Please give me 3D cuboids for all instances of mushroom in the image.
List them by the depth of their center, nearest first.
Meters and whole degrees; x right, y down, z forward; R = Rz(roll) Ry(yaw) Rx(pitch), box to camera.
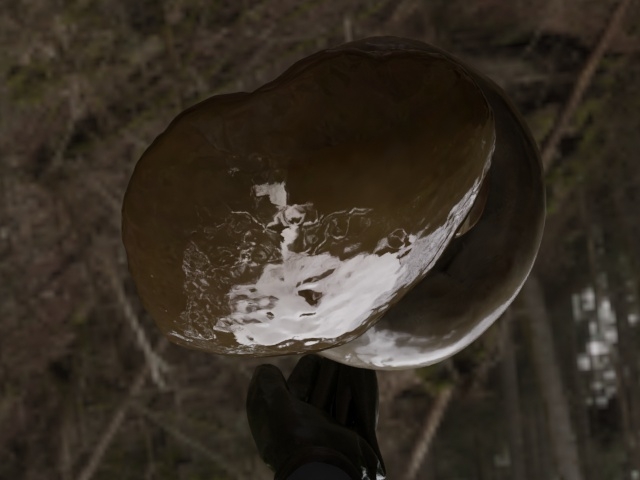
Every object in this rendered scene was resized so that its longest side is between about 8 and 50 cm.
[{"bbox_3d":[0.044,-0.025,0.945,0.204,0.204,0.204,-6,-173,1],"label":"mushroom"}]

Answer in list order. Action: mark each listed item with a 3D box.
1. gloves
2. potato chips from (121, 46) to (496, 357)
[{"bbox_3d":[-0.004,0.168,1.384,0.135,0.107,0.268,25,-156,-8],"label":"gloves"},{"bbox_3d":[0.001,0.000,0.736,0.195,0.062,0.208,-1,138,-38],"label":"potato chips"}]
